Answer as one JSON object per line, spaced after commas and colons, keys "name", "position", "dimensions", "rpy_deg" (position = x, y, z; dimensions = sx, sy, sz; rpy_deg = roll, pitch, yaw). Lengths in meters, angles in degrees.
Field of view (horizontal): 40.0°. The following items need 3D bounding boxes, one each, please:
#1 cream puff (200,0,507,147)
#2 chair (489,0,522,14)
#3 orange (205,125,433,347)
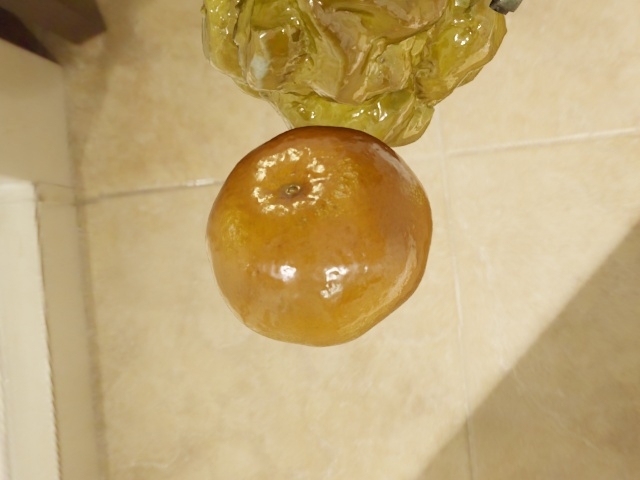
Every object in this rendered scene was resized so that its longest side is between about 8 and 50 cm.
{"name": "cream puff", "position": [0.024, -0.227, 0.767], "dimensions": [0.291, 0.257, 0.324], "rpy_deg": [-4, 108, 2]}
{"name": "chair", "position": [0.117, -0.294, 0.511], "dimensions": [0.136, 0.147, 0.270], "rpy_deg": [19, 122, -24]}
{"name": "orange", "position": [0.000, 0.000, 0.609], "dimensions": [0.159, 0.136, 0.159], "rpy_deg": [-9, 55, 13]}
